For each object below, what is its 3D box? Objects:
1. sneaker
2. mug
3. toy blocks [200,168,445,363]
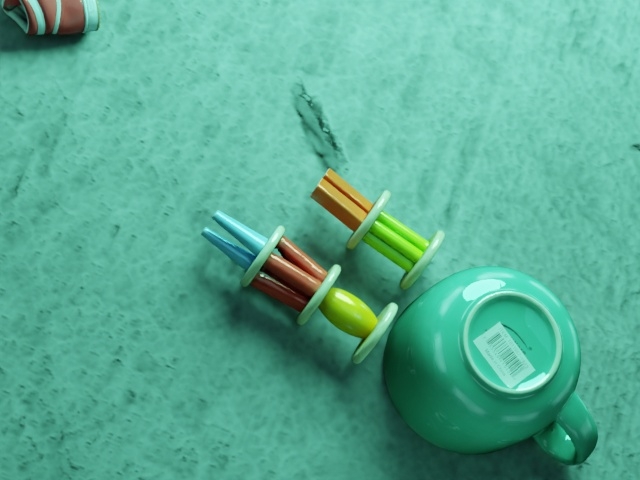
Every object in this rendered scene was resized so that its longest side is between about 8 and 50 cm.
[{"bbox_3d":[-0.207,-0.206,1.223,0.067,0.042,0.118,-13,80,-22],"label":"sneaker"},{"bbox_3d":[0.134,0.086,1.201,0.158,0.097,0.129,10,71,-12],"label":"mug"},{"bbox_3d":[0.000,0.000,1.213,0.148,0.054,0.123,35,69,-3],"label":"toy blocks"}]
